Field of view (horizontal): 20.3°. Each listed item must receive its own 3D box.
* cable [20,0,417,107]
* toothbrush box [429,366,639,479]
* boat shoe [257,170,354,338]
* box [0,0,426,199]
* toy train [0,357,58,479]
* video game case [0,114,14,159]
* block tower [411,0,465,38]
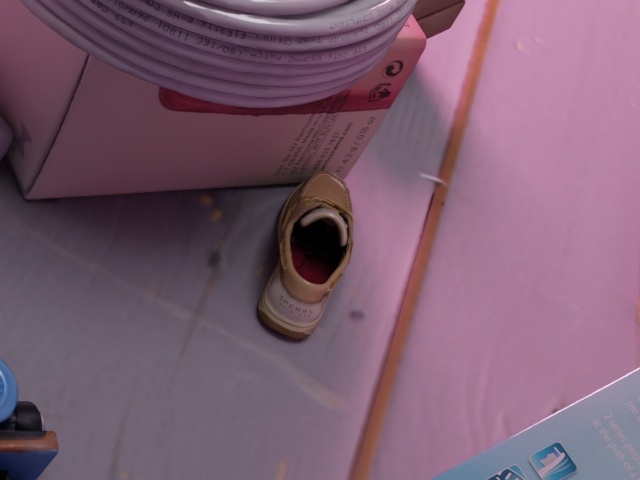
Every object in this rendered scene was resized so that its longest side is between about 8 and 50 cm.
[{"bbox_3d":[-0.064,-0.183,0.968,0.257,0.089,0.257,7,47,-27],"label":"cable"},{"bbox_3d":[0.159,0.184,0.803,0.295,0.126,0.216,-28,62,-12],"label":"toothbrush box"},{"bbox_3d":[0.000,0.000,1.053,0.050,0.045,0.135,24,40,-10],"label":"boat shoe"},{"bbox_3d":[-0.081,-0.124,1.065,0.232,0.127,0.148,-5,52,-37],"label":"box"},{"bbox_3d":[-0.205,0.104,0.790,0.184,0.080,0.105,5,55,-32],"label":"toy train"},{"bbox_3d":[-0.356,-0.145,0.921,0.329,0.036,0.300,47,26,17],"label":"video game case"},{"bbox_3d":[-0.048,-0.254,1.252,0.335,0.091,0.097,44,40,15],"label":"block tower"}]
